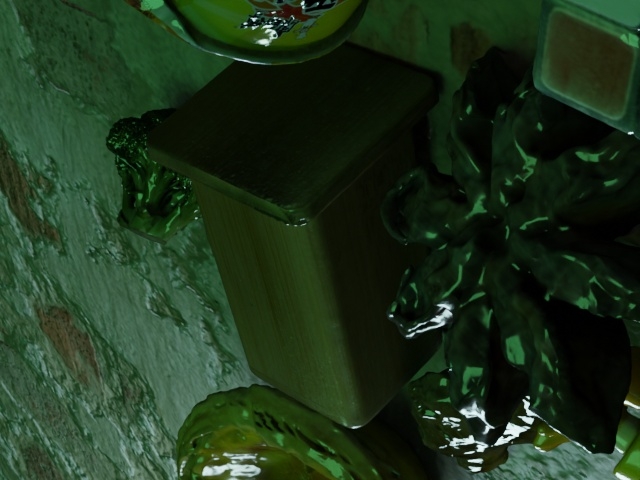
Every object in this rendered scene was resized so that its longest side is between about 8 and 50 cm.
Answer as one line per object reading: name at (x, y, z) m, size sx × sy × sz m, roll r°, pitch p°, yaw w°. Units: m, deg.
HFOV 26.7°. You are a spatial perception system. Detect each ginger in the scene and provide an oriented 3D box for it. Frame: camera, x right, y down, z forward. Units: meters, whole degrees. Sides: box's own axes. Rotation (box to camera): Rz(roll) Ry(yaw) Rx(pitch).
ginger at (0.173, 0.143, 1.218) m, size 0.166 × 0.080 × 0.333 m, roll 11°, pitch 152°, yaw -15°

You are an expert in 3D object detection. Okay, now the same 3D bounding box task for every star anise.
star anise at (0.152, 0.001, 0.982) m, size 0.332 × 0.118 × 0.331 m, roll -5°, pitch 83°, yaw 54°

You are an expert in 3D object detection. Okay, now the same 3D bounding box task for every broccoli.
broccoli at (-0.143, -0.065, 1.362) m, size 0.162 × 0.138 × 0.146 m, roll 20°, pitch 171°, yaw 19°

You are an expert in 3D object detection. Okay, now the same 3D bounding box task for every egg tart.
egg tart at (0.007, 0.307, 1.517) m, size 0.388 × 0.169 × 0.387 m, roll 28°, pitch 137°, yaw 29°

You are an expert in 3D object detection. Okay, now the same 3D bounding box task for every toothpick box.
toothpick box at (0.000, 0.000, 1.217) m, size 0.187 × 0.190 × 0.308 m, roll 24°, pitch 144°, yaw 34°

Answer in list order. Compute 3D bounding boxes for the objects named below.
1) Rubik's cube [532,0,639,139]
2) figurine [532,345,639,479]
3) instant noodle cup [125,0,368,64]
Rubik's cube at (0.279, -0.177, 0.629) m, size 0.253 × 0.256 × 0.259 m, roll 32°, pitch 144°, yaw 25°
figurine at (0.331, 0.206, 0.986) m, size 0.344 × 0.215 × 0.187 m, roll 34°, pitch 140°, yaw 27°
instant noodle cup at (-0.021, -0.279, 0.912) m, size 0.264 × 0.264 × 0.200 m, roll 51°, pitch 137°, yaw -1°
